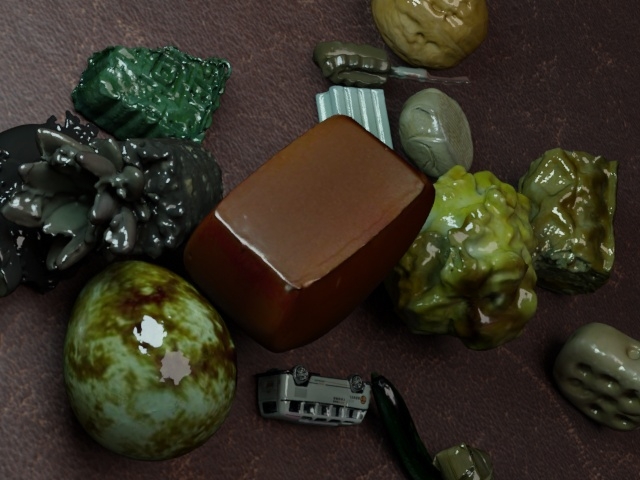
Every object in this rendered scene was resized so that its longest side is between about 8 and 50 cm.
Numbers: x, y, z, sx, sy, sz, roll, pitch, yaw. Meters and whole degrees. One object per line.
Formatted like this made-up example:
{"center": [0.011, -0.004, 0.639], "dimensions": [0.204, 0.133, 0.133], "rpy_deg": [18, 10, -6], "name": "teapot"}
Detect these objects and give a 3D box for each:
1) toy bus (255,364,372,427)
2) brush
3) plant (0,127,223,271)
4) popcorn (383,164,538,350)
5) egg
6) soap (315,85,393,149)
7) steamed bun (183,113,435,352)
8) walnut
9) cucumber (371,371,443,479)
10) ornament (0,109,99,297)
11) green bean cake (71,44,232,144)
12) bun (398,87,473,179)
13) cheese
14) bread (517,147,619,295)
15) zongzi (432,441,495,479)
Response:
{"center": [-0.007, 0.251, 1.846], "dimensions": [0.194, 0.087, 0.089], "rpy_deg": [12, 73, -35], "name": "toy bus"}
{"center": [0.134, -0.301, 2.084], "dimensions": [0.301, 0.071, 0.084], "rpy_deg": [5, 35, -20], "name": "brush"}
{"center": [-0.275, -0.067, 1.598], "dimensions": [0.320, 0.181, 0.194], "rpy_deg": [-18, 103, -63], "name": "plant"}
{"center": [0.240, 0.019, 1.981], "dimensions": [0.312, 0.312, 0.312], "rpy_deg": [12, 69, -34], "name": "popcorn"}
{"center": [-0.238, 0.162, 1.604], "dimensions": [0.238, 0.238, 0.289], "rpy_deg": [2, 58, -36], "name": "egg"}
{"center": [0.066, -0.168, 2.037], "dimensions": [0.119, 0.066, 0.198], "rpy_deg": [-1, 77, -36], "name": "soap"}
{"center": [-0.018, 0.003, 1.708], "dimensions": [0.235, 0.248, 0.379], "rpy_deg": [41, 53, 12], "name": "steamed bun"}
{"center": [0.200, -0.421, 2.135], "dimensions": [0.221, 0.195, 0.195], "rpy_deg": [38, 57, -21], "name": "walnut"}
{"center": [0.149, 0.340, 1.935], "dimensions": [0.056, 0.056, 0.284], "rpy_deg": [-44, 115, -37], "name": "cucumber"}
{"center": [-0.399, -0.050, 1.643], "dimensions": [0.260, 0.106, 0.251], "rpy_deg": [-17, 94, -48], "name": "ornament"}
{"center": [-0.257, -0.242, 1.795], "dimensions": [0.208, 0.107, 0.193], "rpy_deg": [32, 60, -24], "name": "green bean cake"}
{"center": [0.202, -0.191, 2.116], "dimensions": [0.173, 0.113, 0.166], "rpy_deg": [66, 27, -15], "name": "bun"}
{"center": [0.557, 0.258, 2.189], "dimensions": [0.117, 0.218, 0.235], "rpy_deg": [-53, 130, -31], "name": "cheese"}
{"center": [0.473, -0.037, 2.223], "dimensions": [0.238, 0.196, 0.252], "rpy_deg": [14, 71, -32], "name": "bread"}
{"center": [0.271, 0.428, 1.947], "dimensions": [0.176, 0.078, 0.160], "rpy_deg": [63, 18, 21], "name": "zongzi"}
